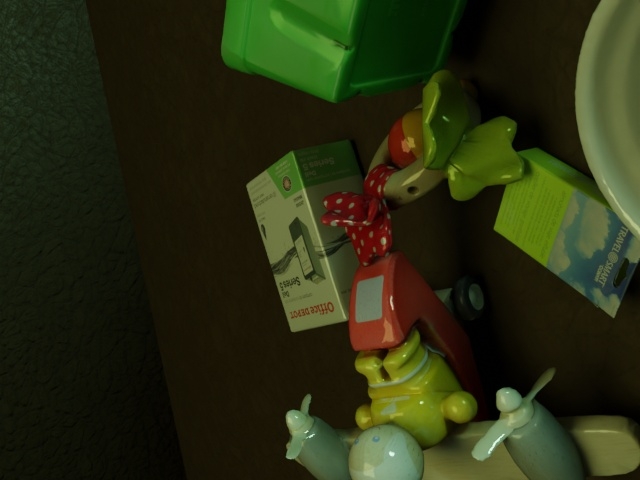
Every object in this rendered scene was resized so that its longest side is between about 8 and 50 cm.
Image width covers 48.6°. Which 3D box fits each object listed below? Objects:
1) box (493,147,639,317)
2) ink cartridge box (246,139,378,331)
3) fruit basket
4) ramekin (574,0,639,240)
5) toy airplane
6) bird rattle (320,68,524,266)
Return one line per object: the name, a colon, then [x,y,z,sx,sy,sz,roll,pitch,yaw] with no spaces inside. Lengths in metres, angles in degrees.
box: [0.270,-0.013,0.756,0.178,0.043,0.108,44,140,42]
ink cartridge box: [0.000,0.000,1.154,0.198,0.115,0.272,-24,82,60]
fruit basket: [0.014,-0.381,0.798,0.392,0.283,0.391,29,128,45]
ramekin: [0.331,-0.100,0.477,0.277,0.135,0.277,40,145,35]
toy airplane: [0.135,0.255,0.878,0.384,0.272,0.385,36,123,25]
bird rattle: [0.117,-0.089,0.842,0.143,0.206,0.253,34,133,-13]
